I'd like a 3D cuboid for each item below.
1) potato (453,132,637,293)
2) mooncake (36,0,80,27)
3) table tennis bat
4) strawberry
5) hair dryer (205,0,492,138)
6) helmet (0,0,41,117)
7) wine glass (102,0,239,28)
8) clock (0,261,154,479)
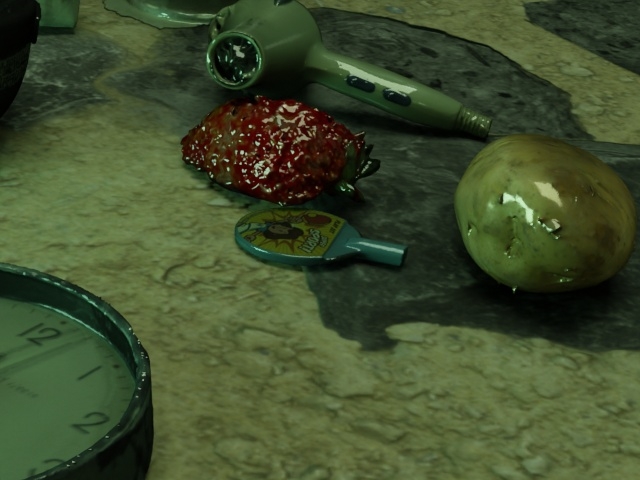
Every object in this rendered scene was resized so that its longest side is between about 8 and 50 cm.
[{"bbox_3d":[0.188,-0.025,1.379,0.161,0.128,0.235,12,19,-24],"label":"potato"},{"bbox_3d":[-0.335,-0.306,1.791,0.130,0.125,0.073,-1,17,-18],"label":"mooncake"},{"bbox_3d":[0.000,0.000,1.392,0.155,0.019,0.100,12,26,14],"label":"table tennis bat"},{"bbox_3d":[-0.036,-0.091,1.484,0.140,0.085,0.192,-10,27,-30],"label":"strawberry"},{"bbox_3d":[-0.004,-0.168,1.580,0.298,0.119,0.296,24,14,23],"label":"hair dryer"},{"bbox_3d":[-0.381,-0.163,1.473,0.231,0.160,0.279,9,16,8],"label":"helmet"},{"bbox_3d":[-0.140,-0.435,1.870,0.238,0.323,0.238,4,25,-2],"label":"wine glass"},{"bbox_3d":[-0.273,0.111,1.070,0.325,0.067,0.325,4,28,-2],"label":"clock"}]
